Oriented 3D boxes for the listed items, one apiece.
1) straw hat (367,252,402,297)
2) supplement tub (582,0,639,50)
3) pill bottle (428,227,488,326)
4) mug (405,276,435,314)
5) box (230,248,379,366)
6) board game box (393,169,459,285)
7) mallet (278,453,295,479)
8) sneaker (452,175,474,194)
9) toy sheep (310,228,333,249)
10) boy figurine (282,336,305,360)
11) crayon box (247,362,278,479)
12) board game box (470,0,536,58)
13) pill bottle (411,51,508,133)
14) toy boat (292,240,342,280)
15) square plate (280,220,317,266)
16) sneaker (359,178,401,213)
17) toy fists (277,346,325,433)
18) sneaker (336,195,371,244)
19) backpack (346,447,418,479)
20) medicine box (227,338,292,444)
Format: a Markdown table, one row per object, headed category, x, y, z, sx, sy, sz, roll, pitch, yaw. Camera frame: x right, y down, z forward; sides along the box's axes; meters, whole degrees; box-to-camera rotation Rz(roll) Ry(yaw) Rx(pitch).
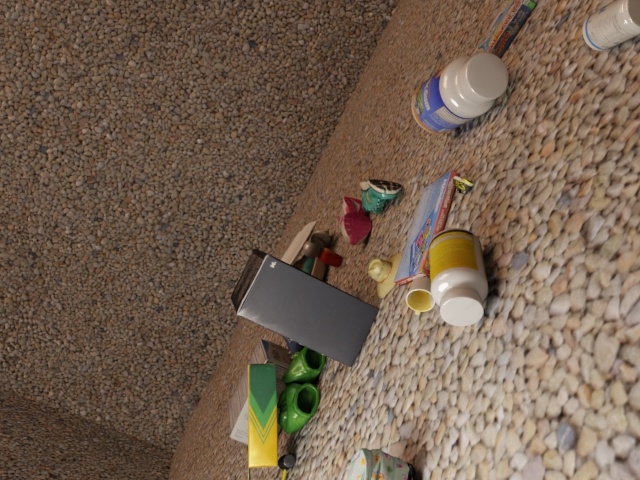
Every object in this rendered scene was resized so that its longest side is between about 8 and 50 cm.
| category | x | y | z | sx | sy | sz | roll | pitch | yaw |
| --- | --- | --- | --- | --- | --- | --- | --- | --- | --- |
| straw hat | 0.163 | 0.081 | 1.512 | 0.144 | 0.061 | 0.144 | -59 | 14 | 25 |
| supplement tub | 0.507 | -0.371 | 0.945 | 0.070 | 0.071 | 0.107 | -66 | 12 | -7 |
| pill bottle | 0.256 | 0.068 | 1.042 | 0.103 | 0.103 | 0.184 | -56 | 15 | 37 |
| mug | 0.217 | 0.117 | 1.223 | 0.078 | 0.062 | 0.064 | -48 | 12 | 35 |
| box | -0.060 | 0.179 | 1.584 | 0.178 | 0.344 | 0.312 | -64 | 11 | -4 |
| board game box | 0.263 | -0.029 | 1.390 | 0.281 | 0.027 | 0.145 | -69 | 11 | -20 |
| mallet | -0.105 | 0.678 | 1.522 | 0.062 | 0.039 | 0.189 | 124 | 161 | -49 |
| sneaker | 0.327 | -0.129 | 1.308 | 0.035 | 0.031 | 0.083 | -64 | 12 | 6 |
| toy sheep | 0.000 | 0.000 | 2.311 | 0.132 | 0.091 | 0.091 | -51 | -1 | -44 |
| boy figurine | -0.122 | 0.257 | 1.884 | 0.177 | 0.092 | 0.284 | -158 | 48 | -79 |
| crayon box | -0.166 | 0.525 | 1.598 | 0.203 | 0.083 | 0.322 | 109 | 160 | -71 |
| board game box | 0.483 | -0.555 | 1.496 | 0.201 | 0.035 | 0.136 | -59 | 13 | 25 |
| pill bottle | 0.351 | -0.374 | 1.415 | 0.152 | 0.153 | 0.272 | -67 | 12 | -9 |
| toy boat | -0.047 | 0.115 | 2.122 | 0.318 | 0.148 | 0.267 | -52 | 17 | 46 |
| square plate | -0.143 | 0.109 | 2.275 | 0.344 | 0.049 | 0.347 | -58 | -1 | -28 |
| sneaker | 0.192 | -0.140 | 1.817 | 0.275 | 0.107 | 0.109 | -163 | 79 | -83 |
| toy fists | -0.064 | 0.439 | 1.672 | 0.279 | 0.096 | 0.142 | -80 | 15 | -47 |
| sneaker | 0.110 | -0.048 | 1.935 | 0.252 | 0.103 | 0.111 | -85 | 13 | -58 |
| backpack | 0.093 | 0.449 | 0.945 | 0.152 | 0.115 | 0.181 | -53 | 14 | 52 |
| medicine box | -0.192 | 0.521 | 1.918 | 0.289 | 0.149 | 0.263 | -64 | 12 | -1 |
